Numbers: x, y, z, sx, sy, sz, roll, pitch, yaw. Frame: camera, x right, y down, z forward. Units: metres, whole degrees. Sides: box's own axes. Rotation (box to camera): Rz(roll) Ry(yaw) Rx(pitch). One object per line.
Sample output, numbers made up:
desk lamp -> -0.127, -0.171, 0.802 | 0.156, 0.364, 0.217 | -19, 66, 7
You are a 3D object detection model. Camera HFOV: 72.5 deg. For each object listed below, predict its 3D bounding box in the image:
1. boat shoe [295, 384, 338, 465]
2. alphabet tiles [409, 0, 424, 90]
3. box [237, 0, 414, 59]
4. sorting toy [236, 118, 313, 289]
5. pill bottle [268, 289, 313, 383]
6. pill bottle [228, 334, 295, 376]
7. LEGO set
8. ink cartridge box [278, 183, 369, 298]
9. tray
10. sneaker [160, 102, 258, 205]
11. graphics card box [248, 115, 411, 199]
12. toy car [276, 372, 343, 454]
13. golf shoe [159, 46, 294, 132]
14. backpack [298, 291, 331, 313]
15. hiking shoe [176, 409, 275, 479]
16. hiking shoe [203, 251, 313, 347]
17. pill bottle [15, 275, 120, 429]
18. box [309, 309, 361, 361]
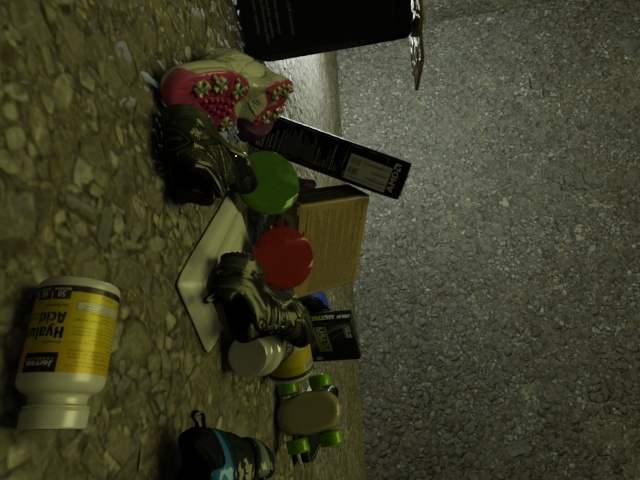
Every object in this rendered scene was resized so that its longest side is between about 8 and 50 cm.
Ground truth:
boat shoe -> -0.005, 0.501, 1.227 | 0.302, 0.091, 0.114 | -68, 151, -70
alphabet tiles -> 0.219, -0.526, 1.022 | 0.342, 0.011, 0.285 | -15, 100, -80
box -> 0.008, -0.617, 1.046 | 0.212, 0.395, 0.293 | -68, 152, -69
sorting toy -> -0.118, -0.078, 0.887 | 0.126, 0.127, 0.365 | -22, -101, 63
pill bottle -> -0.076, 0.207, 0.949 | 0.103, 0.103, 0.184 | -56, 139, -75
pill bottle -> -0.106, 0.196, 0.807 | 0.169, 0.094, 0.094 | 9, 75, -80
LEGO set -> -0.074, -0.009, 1.064 | 0.107, 0.132, 0.287 | -61, 152, -58
ink cartridge box -> 0.000, 0.000, 1.006 | 0.088, 0.193, 0.235 | 39, -50, 46
tray -> -0.164, 0.044, 0.752 | 0.270, 0.030, 0.145 | -80, 163, -56
sneaker -> -0.165, -0.094, 0.670 | 0.227, 0.087, 0.130 | 48, 39, -69
graphics card box -> 0.033, -0.203, 1.070 | 0.233, 0.371, 0.094 | -32, 142, -80
toy car -> -0.026, 0.421, 1.062 | 0.188, 0.149, 0.155 | 90, -12, -67
golf shoe -> -0.170, -0.261, 0.731 | 0.140, 0.115, 0.306 | 43, 27, 8
backpack -> -0.044, 0.157, 1.203 | 0.101, 0.098, 0.120 | 66, 8, 30
hiking shoe -> -0.156, 0.367, 0.492 | 0.132, 0.113, 0.304 | 41, 42, -30
hiking shoe -> -0.099, 0.125, 0.702 | 0.227, 0.086, 0.114 | 49, 47, -30
pill bottle -> -0.209, 0.093, 0.361 | 0.065, 0.065, 0.116 | 63, 23, -65
box -> 0.006, 0.258, 1.156 | 0.191, 0.184, 0.045 | 76, 14, -45
